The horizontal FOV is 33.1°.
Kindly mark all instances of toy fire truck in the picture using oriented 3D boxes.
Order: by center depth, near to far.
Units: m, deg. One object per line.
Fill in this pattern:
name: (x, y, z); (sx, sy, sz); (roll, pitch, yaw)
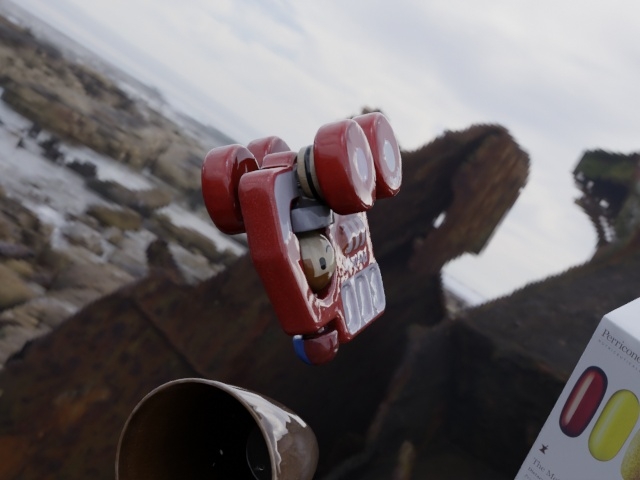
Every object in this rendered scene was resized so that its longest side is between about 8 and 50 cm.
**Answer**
toy fire truck: (0.000, 0.000, 1.207); (0.169, 0.253, 0.302); (-11, 6, 19)

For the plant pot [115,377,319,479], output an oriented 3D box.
plant pot: (-0.097, 0.275, 1.330); (0.215, 0.215, 0.230); (33, 10, 24)

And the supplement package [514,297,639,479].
supplement package: (0.325, 0.192, 1.111); (0.139, 0.244, 0.134); (38, 34, 30)
